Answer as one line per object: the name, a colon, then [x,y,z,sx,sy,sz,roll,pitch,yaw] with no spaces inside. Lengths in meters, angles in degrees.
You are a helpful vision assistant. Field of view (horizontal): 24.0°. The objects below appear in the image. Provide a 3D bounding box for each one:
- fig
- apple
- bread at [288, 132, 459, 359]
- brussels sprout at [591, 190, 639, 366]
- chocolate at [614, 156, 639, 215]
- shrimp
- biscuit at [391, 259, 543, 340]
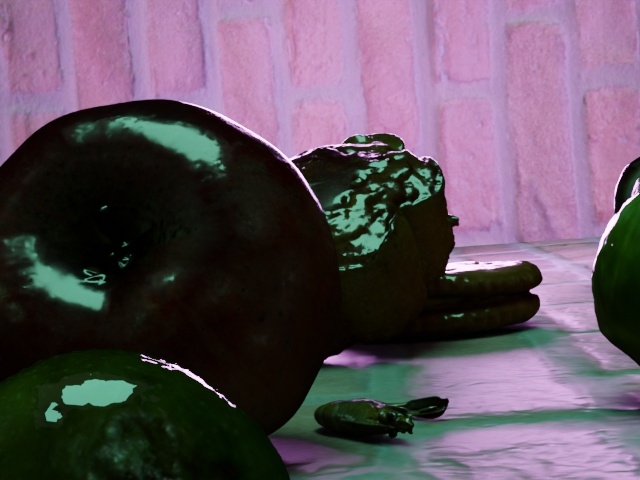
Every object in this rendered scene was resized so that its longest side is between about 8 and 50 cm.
fig: [-0.051,0.095,0.471,0.117,0.117,0.177,-3,-12,16]
apple: [-0.095,0.030,0.869,0.234,0.234,0.234,-4,2,0]
bread: [0.010,0.000,1.346,0.232,0.135,0.247,-17,28,17]
brussels sprout: [0.246,0.029,0.932,0.161,0.144,0.180,13,-5,-32]
chocolate: [0.374,-0.011,1.193,0.283,0.186,0.283,-3,2,0]
shrimp: [0.048,0.106,0.930,0.083,0.023,0.114,-2,-2,-25]
biscuit: [0.110,0.057,1.486,0.220,0.066,0.220,-3,1,0]
